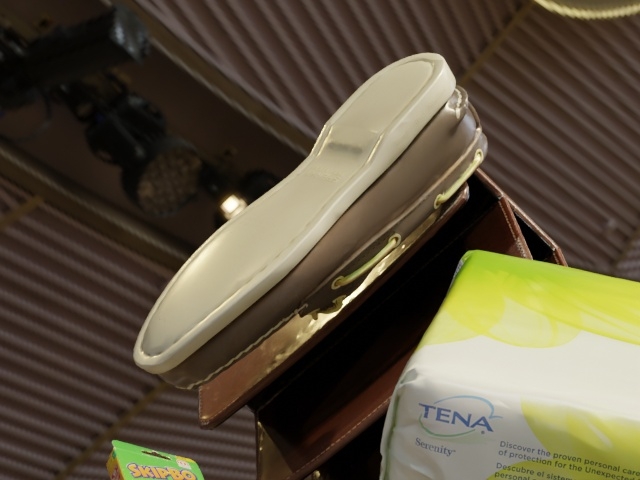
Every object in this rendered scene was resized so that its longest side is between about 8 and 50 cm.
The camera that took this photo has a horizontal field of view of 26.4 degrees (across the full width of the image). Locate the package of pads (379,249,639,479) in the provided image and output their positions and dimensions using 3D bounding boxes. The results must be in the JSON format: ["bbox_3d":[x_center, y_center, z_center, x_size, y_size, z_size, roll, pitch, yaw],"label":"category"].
[{"bbox_3d":[0.192,0.102,0.709,0.229,0.297,0.101,-45,-36,-68],"label":"package of pads"}]

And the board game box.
[{"bbox_3d":[-0.180,0.330,1.645,0.124,0.259,0.039,20,-72,-26],"label":"board game box"}]

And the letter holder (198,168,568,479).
[{"bbox_3d":[0.055,0.099,1.108,0.302,0.214,0.152,-42,-70,15],"label":"letter holder"}]

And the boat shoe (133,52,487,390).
[{"bbox_3d":[0.000,0.000,1.026,0.324,0.117,0.096,-47,-60,-14],"label":"boat shoe"}]
